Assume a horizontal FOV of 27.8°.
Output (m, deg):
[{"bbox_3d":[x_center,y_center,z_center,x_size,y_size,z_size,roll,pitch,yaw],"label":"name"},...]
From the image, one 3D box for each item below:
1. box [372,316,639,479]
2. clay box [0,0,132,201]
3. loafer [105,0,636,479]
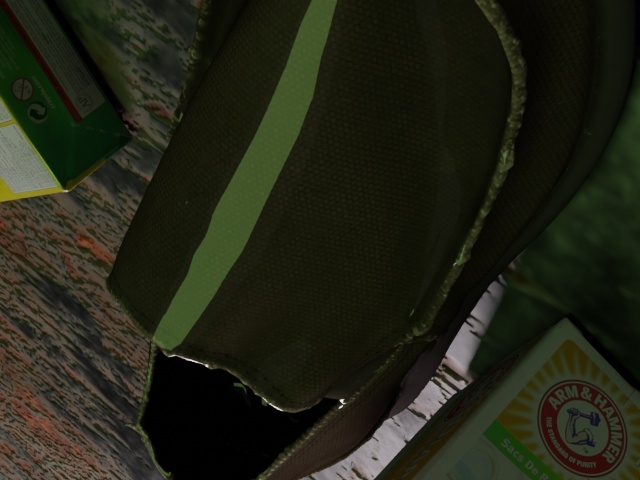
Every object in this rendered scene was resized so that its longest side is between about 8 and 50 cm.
[{"bbox_3d":[0.052,0.142,0.484,0.114,0.203,0.103,47,149,4],"label":"box"},{"bbox_3d":[-0.202,-0.082,0.681,0.222,0.053,0.127,-2,125,53],"label":"clay box"},{"bbox_3d":[0.000,0.000,0.454,0.134,0.130,0.366,35,147,18],"label":"loafer"}]
